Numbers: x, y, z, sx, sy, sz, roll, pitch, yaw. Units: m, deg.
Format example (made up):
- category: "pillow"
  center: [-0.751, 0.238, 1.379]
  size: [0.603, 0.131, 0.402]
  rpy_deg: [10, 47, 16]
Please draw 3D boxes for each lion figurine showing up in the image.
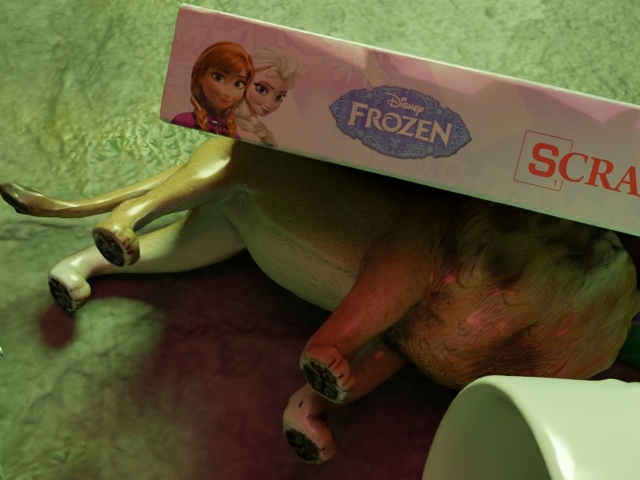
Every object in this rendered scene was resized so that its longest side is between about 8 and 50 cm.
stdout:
- category: "lion figurine"
  center: [0.000, 0.000, 0.656]
  size: [0.392, 0.142, 0.240]
  rpy_deg: [31, 51, 23]

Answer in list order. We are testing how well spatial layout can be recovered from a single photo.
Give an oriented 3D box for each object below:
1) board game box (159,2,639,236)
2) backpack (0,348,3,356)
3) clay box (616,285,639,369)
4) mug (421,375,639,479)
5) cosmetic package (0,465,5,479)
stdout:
- category: "board game box"
  center: [0.097, -0.076, 0.638]
  size: [0.318, 0.066, 0.318]
  rpy_deg: [14, 10, 7]
- category: "backpack"
  center: [-0.251, 0.070, 0.617]
  size: [0.105, 0.084, 0.114]
  rpy_deg: [-4, 52, -3]
- category: "clay box"
  center: [0.309, 0.016, 0.714]
  size: [0.127, 0.053, 0.222]
  rpy_deg: [25, 57, 13]
- category: "mug"
  center: [0.220, 0.188, 0.479]
  size: [0.328, 0.276, 0.374]
  rpy_deg: [5, 23, -7]
- category: "cosmetic package"
  center: [-0.293, 0.207, 0.490]
  size: [0.296, 0.129, 0.153]
  rpy_deg: [-20, 59, -18]
